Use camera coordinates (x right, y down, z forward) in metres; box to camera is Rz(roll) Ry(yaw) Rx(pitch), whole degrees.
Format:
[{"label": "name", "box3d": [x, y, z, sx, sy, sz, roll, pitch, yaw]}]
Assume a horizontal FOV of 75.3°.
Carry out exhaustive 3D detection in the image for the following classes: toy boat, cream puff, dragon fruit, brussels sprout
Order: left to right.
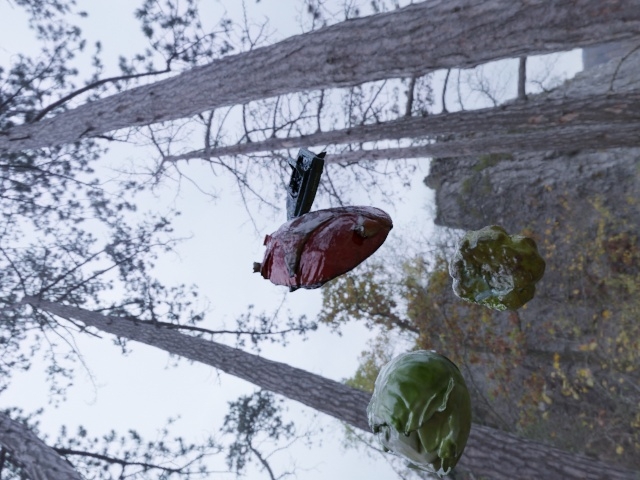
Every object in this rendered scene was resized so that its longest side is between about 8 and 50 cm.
[{"label": "toy boat", "box3d": [-0.059, -0.144, 1.181, 0.103, 0.093, 0.246, 1, -62, -33]}, {"label": "dragon fruit", "box3d": [0.000, 0.000, 0.962, 0.282, 0.343, 0.100, -89, -18, -57]}, {"label": "brussels sprout", "box3d": [0.360, 0.573, 1.452, 0.361, 0.342, 0.425, -52, -31, -31]}, {"label": "cream puff", "box3d": [0.525, 0.079, 1.246, 0.185, 0.281, 0.282, -31, -65, -53]}]
